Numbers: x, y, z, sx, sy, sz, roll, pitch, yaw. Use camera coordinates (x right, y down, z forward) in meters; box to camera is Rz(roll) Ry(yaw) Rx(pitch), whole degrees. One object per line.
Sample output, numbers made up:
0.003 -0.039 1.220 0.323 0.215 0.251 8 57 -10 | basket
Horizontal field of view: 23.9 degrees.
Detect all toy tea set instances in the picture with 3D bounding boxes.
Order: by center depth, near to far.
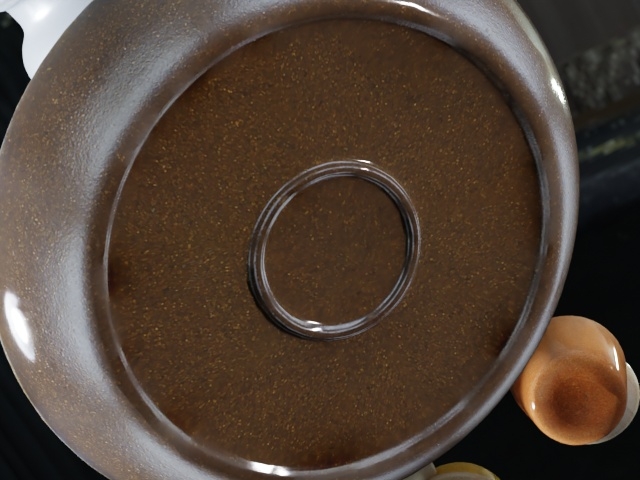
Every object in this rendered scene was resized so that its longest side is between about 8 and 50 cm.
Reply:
0.035 0.124 0.976 0.336 0.200 0.124 2 -167 2 | toy tea set

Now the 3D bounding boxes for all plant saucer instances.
0.000 0.000 0.722 0.310 0.311 0.050 -34 -154 -11 | plant saucer

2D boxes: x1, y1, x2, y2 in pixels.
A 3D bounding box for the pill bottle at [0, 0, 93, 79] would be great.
-0.085 -0.113 0.928 0.153 0.264 0.153 -40 -161 17 | pill bottle
